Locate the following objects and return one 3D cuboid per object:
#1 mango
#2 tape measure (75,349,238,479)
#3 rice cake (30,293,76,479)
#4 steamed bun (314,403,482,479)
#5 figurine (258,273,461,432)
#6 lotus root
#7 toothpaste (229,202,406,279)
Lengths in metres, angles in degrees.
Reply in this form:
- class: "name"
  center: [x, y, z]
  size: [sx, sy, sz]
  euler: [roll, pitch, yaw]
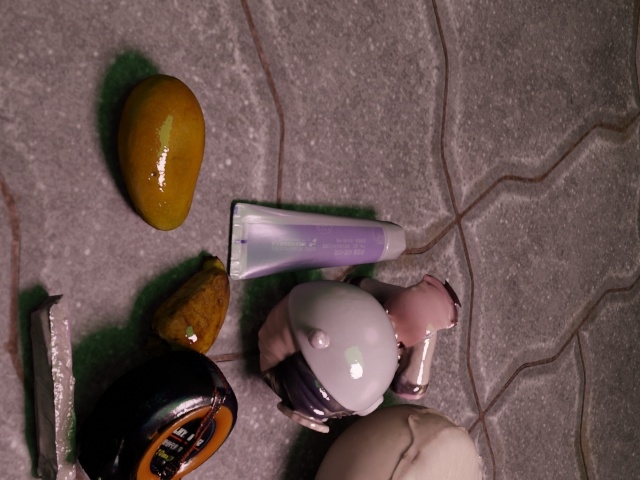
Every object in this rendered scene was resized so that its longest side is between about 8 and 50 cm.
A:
- class: "mango"
  center: [-0.224, -0.121, 1.182]
  size: [0.136, 0.099, 0.227]
  euler: [-21, 119, -51]
- class: "tape measure"
  center: [-0.224, 0.257, 1.171]
  size: [0.223, 0.135, 0.202]
  euler: [-43, 148, -3]
- class: "rice cake"
  center: [-0.356, 0.204, 1.113]
  size: [0.049, 0.055, 0.269]
  euler: [-16, 107, -61]
- class: "steamed bun"
  center: [0.120, 0.480, 1.528]
  size: [0.374, 0.241, 0.374]
  euler: [-12, 105, -51]
- class: "figurine"
  center: [0.054, 0.162, 1.434]
  size: [0.361, 0.253, 0.211]
  euler: [-12, 142, -43]
- class: "lotus root"
  center: [-0.185, 0.101, 1.258]
  size: [0.190, 0.094, 0.108]
  euler: [-57, 161, -32]
- class: "toothpaste"
  center: [0.000, 0.000, 1.459]
  size: [0.371, 0.080, 0.125]
  euler: [-1, 97, -42]
